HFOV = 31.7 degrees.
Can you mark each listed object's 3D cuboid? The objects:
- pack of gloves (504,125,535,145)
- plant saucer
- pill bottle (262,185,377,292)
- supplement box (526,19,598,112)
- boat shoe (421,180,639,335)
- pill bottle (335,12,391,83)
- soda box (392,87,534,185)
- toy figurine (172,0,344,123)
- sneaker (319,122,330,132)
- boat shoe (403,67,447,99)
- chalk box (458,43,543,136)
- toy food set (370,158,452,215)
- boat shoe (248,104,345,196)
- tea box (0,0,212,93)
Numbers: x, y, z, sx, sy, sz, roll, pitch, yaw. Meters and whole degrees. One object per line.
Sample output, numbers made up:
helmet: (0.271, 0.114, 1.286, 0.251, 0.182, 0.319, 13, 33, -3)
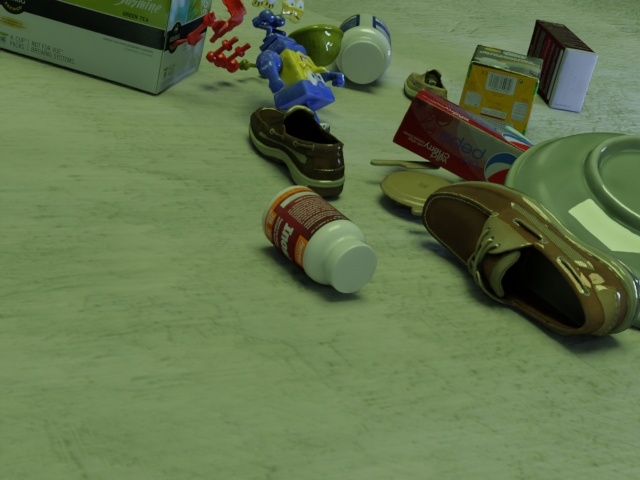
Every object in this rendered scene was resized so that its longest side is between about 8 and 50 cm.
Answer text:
pack of gloves: (0.362, -0.139, 1.859, 0.232, 0.046, 0.195, 16, 23, 9)
plant saucer: (0.456, -0.044, 1.558, 0.400, 0.100, 0.400, 9, 41, -8)
pill bottle: (0.000, 0.000, 1.372, 0.086, 0.086, 0.152, -5, 29, -35)
supplement box: (0.508, -0.377, 2.413, 0.073, 0.130, 0.239, 8, 25, -11)
boat shoe: (0.246, 0.018, 1.424, 0.116, 0.123, 0.324, -15, 34, -43)
pill bottle: (0.083, -0.372, 2.204, 0.112, 0.112, 0.186, 12, 24, -2)
soda box: (0.248, -0.134, 1.731, 0.263, 0.083, 0.092, 28, 21, 3)
toy figurine: (-0.057, -0.270, 1.928, 0.362, 0.191, 0.217, 6, 56, -64)
sneaker: (-0.018, -0.178, 1.822, 0.035, 0.031, 0.083, 30, 29, 35)
boat shoe: (0.210, -0.294, 2.146, 0.068, 0.072, 0.190, 5, 25, -17)
chalk box: (0.337, -0.282, 2.118, 0.132, 0.132, 0.213, 16, 23, 8)
toy food set: (0.151, -0.063, 1.651, 0.132, 0.038, 0.192, 2, 26, -19)
boat shoe: (-0.030, -0.160, 1.686, 0.095, 0.095, 0.257, -10, 32, -28)
tea box: (-0.363, -0.464, 1.916, 0.329, 0.323, 0.220, 18, 24, 9)
